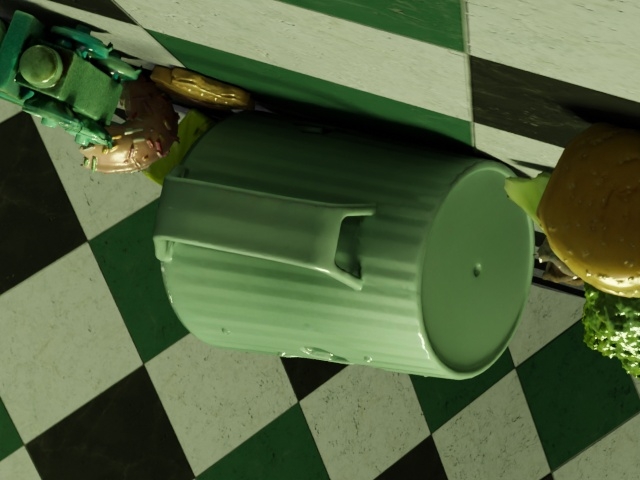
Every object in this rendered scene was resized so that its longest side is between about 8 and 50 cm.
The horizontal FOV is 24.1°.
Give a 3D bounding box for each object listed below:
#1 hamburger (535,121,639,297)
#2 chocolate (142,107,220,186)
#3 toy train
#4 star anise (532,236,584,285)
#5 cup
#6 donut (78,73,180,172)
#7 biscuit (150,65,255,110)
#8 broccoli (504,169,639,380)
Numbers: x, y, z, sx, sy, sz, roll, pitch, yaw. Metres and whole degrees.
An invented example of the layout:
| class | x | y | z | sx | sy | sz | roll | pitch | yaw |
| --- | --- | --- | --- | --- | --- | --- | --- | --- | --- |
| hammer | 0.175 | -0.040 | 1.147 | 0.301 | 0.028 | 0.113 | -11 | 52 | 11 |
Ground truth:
| class | x | y | z | sx | sy | sz | roll | pitch | yaw |
| --- | --- | --- | --- | --- | --- | --- | --- | --- | --- |
| hamburger | 0.258 | -0.023 | 1.248 | 0.147 | 0.138 | 0.083 | 23 | -178 | 28 |
| chocolate | -0.062 | -0.065 | 2.218 | 0.301 | 0.137 | 0.289 | 20 | -171 | -42 |
| toy train | -0.329 | -0.198 | 1.748 | 0.194 | 0.120 | 0.298 | 22 | 178 | 5 |
| star anise | 0.352 | 0.019 | 1.833 | 0.172 | 0.063 | 0.208 | -1 | 171 | 12 |
| cup | 0.004 | 0.022 | 1.810 | 0.392 | 0.310 | 0.401 | 9 | -154 | 38 |
| donut | -0.236 | -0.149 | 1.924 | 0.117 | 0.166 | 0.065 | 14 | 143 | 6 |
| biscuit | -0.152 | -0.185 | 1.859 | 0.133 | 0.027 | 0.184 | 16 | 179 | -28 |
| broccoli | 0.370 | 0.019 | 1.614 | 0.254 | 0.186 | 0.302 | 19 | -142 | -26 |
